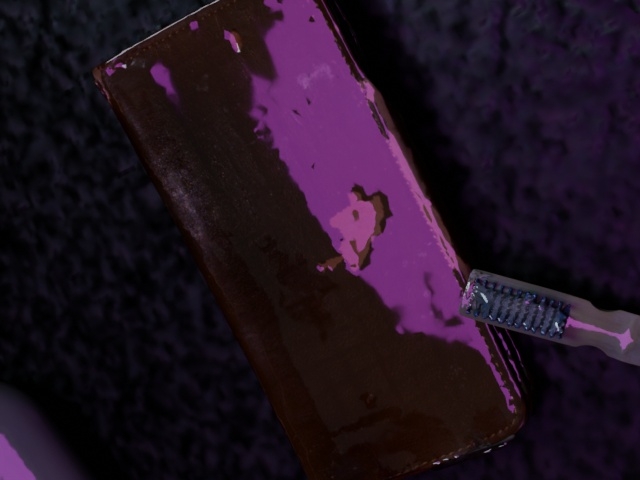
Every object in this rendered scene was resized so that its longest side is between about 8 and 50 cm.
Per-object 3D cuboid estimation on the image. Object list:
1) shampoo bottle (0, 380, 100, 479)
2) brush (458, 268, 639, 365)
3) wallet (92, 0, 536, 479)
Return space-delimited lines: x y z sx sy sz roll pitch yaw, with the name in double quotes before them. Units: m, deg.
"shampoo bottle" -0.122 0.095 0.735 0.080 0.040 0.165 -39 86 28
"brush" 0.086 0.028 0.632 0.083 0.013 0.016 15 96 3
"wallet" 0.000 0.000 0.666 0.095 0.026 0.176 -26 94 25
